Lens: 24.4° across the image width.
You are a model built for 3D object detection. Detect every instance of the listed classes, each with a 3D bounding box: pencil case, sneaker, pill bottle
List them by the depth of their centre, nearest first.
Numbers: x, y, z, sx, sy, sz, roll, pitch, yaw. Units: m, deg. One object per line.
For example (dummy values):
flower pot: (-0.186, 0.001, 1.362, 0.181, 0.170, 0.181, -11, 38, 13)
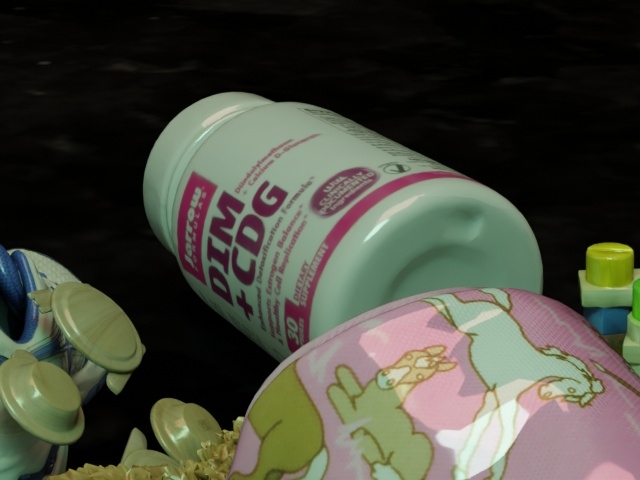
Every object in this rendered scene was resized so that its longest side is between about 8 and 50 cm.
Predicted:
pencil case: (0.102, 0.179, 0.425, 0.160, 0.167, 0.386, 18, 24, -37)
sneaker: (-0.189, 0.047, 0.900, 0.112, 0.131, 0.296, -4, 21, -5)
pill bottle: (0.000, 0.000, 0.973, 0.160, 0.160, 0.283, -12, 24, -28)

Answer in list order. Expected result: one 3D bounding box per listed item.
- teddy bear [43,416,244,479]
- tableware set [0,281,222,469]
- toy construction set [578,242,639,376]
teddy bear: (0.011, 0.156, 0.682, 0.245, 0.113, 0.338, 34, 34, 34)
tableware set: (-0.106, 0.095, 0.801, 0.169, 0.020, 0.141, 46, 21, -4)
toy construction set: (0.302, 0.060, 0.831, 0.327, 0.151, 0.215, -12, 15, 21)
